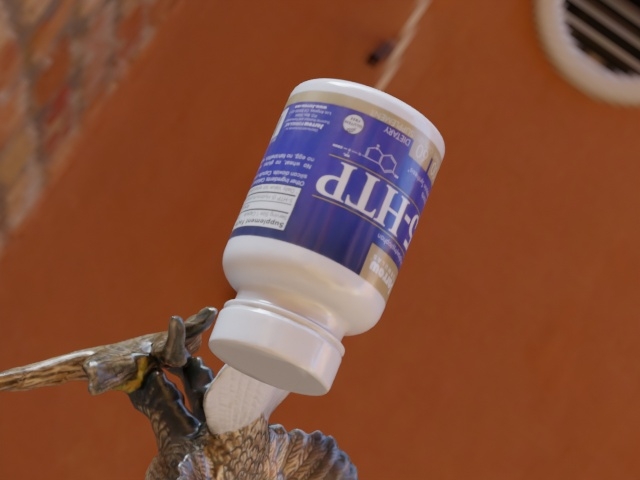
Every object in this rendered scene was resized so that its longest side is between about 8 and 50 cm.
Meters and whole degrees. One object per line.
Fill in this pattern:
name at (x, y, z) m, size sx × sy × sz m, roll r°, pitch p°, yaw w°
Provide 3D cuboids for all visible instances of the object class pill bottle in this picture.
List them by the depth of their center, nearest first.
pill bottle at (0.000, 0.000, 1.273) m, size 0.112 × 0.187 × 0.112 m, roll 20°, pitch -18°, yaw 7°

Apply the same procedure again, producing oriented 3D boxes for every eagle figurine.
eagle figurine at (-0.080, 0.204, 1.396) m, size 0.225 × 0.226 × 0.298 m, roll 47°, pitch 25°, yaw -86°
